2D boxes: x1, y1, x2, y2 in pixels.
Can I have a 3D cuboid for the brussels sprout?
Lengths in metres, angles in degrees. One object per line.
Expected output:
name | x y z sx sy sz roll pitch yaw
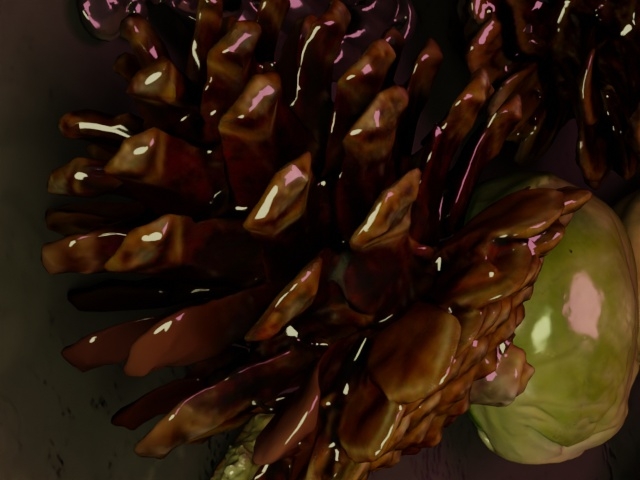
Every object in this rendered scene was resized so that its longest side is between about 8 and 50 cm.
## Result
brussels sprout | 0.131 0.046 1.199 0.145 0.131 0.183 35 56 -70

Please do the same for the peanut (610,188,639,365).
peanut | 0.282 0.011 1.402 0.319 0.148 0.147 -33 110 -56

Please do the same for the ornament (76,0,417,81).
ornament | -0.031 -0.184 1.054 0.251 0.106 0.260 48 54 -35

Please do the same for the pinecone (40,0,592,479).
pinecone | -0.015 0.000 0.926 0.264 0.264 0.264 13 74 -51

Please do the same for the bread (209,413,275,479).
bread | -0.037 0.166 1.013 0.136 0.054 0.154 -11 90 -50

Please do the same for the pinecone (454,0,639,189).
pinecone | 0.232 -0.143 1.235 0.246 0.292 0.246 -36 131 -55
